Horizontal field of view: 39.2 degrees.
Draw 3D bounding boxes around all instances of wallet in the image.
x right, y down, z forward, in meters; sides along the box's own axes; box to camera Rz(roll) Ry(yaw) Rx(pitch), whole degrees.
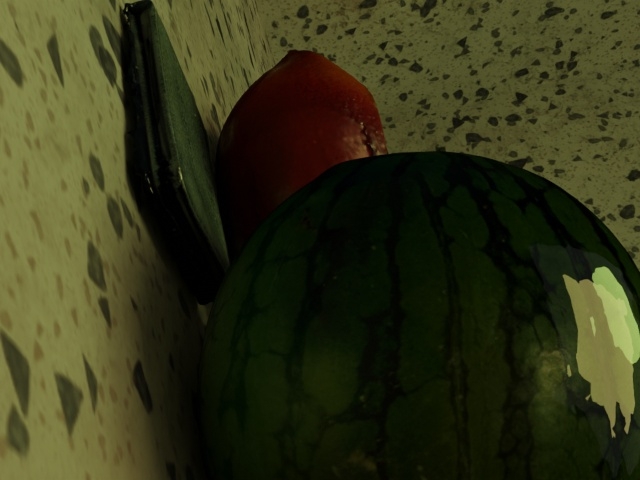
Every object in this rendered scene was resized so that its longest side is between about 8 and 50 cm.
[{"bbox_3d":[-0.114,-0.070,0.733,0.167,0.036,0.222,72,4,-50],"label":"wallet"}]

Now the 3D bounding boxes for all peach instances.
[{"bbox_3d":[-0.016,-0.064,0.831,0.154,0.159,0.267,157,-70,-69],"label":"peach"}]

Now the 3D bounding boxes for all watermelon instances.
[{"bbox_3d":[0.078,0.111,0.635,0.363,0.363,0.363,-15,90,-87],"label":"watermelon"}]

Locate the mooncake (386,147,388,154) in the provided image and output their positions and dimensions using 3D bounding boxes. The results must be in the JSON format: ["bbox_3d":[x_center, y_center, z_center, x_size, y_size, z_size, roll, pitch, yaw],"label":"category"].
[{"bbox_3d":[0.000,0.000,1.094,0.356,0.194,0.356,166,-90,-89],"label":"mooncake"}]
